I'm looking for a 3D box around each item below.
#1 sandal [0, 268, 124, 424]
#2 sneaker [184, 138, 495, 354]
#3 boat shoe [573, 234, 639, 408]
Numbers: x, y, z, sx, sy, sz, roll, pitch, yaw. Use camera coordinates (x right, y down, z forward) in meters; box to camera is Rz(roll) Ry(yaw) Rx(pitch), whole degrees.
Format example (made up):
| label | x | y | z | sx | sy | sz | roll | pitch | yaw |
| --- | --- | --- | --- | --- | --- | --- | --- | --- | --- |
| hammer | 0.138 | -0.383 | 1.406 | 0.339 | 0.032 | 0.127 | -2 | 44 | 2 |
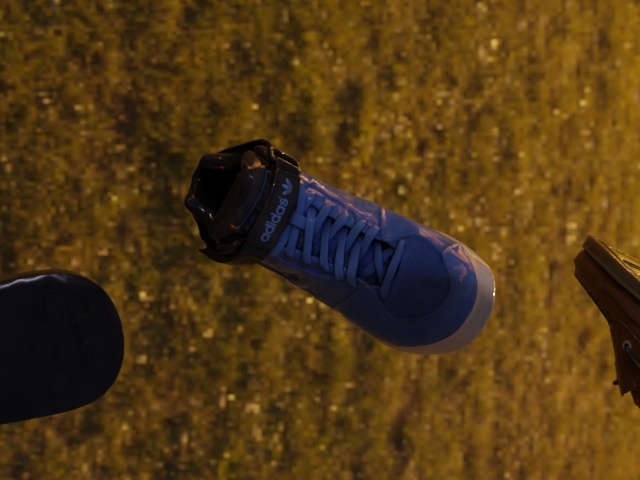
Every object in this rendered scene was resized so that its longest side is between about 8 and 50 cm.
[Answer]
| label | x | y | z | sx | sy | sz | roll | pitch | yaw |
| --- | --- | --- | --- | --- | --- | --- | --- | --- | --- |
| sandal | -0.218 | 0.072 | 0.661 | 0.054 | 0.254 | 0.097 | 16 | -54 | 70 |
| sneaker | 0.000 | 0.001 | 0.595 | 0.084 | 0.152 | 0.058 | 22 | 96 | -43 |
| boat shoe | 0.299 | 0.104 | 1.220 | 0.111 | 0.307 | 0.104 | 21 | 109 | -31 |
